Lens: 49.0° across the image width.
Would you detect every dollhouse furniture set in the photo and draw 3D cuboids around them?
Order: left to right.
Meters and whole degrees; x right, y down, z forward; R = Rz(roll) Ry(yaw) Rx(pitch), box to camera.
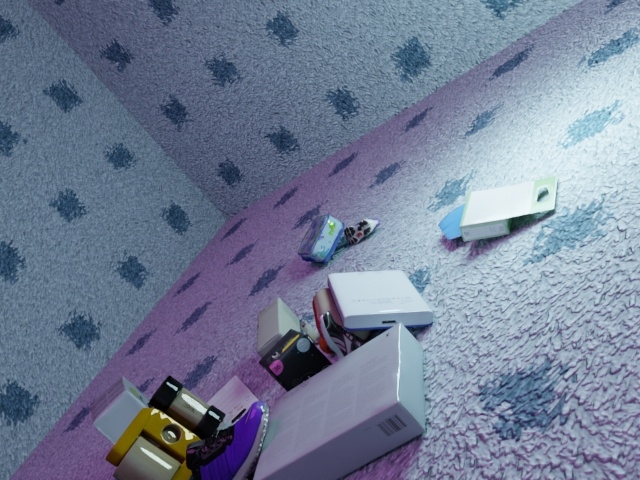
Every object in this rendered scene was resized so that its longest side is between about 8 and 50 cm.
[{"bbox_3d":[-0.017,0.235,2.033,0.091,0.081,0.114,-19,26,53],"label":"dollhouse furniture set"}]

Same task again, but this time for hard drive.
[{"bbox_3d":[-0.135,0.506,1.675,0.135,0.022,0.094,-45,16,-13],"label":"hard drive"},{"bbox_3d":[0.141,0.145,1.771,0.211,0.040,0.318,-3,15,-6],"label":"hard drive"}]

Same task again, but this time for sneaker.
[{"bbox_3d":[-0.222,0.472,1.555,0.102,0.146,0.293,-80,16,-78],"label":"sneaker"},{"bbox_3d":[0.062,0.243,1.676,0.077,0.178,0.072,-28,6,7],"label":"sneaker"},{"bbox_3d":[0.148,-0.033,2.452,0.071,0.068,0.170,-19,-4,-39],"label":"sneaker"}]

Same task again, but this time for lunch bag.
[{"bbox_3d":[0.000,0.000,2.557,0.176,0.090,0.219,-63,13,-9],"label":"lunch bag"}]

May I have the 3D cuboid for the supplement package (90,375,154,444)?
[{"bbox_3d":[-0.637,0.586,2.327,0.149,0.194,0.203,-45,16,-11],"label":"supplement package"}]

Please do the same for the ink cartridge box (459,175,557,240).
[{"bbox_3d":[0.481,-0.081,1.776,0.235,0.056,0.171,-9,30,27],"label":"ink cartridge box"}]

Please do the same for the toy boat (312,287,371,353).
[{"bbox_3d":[0.042,0.232,1.855,0.231,0.151,0.151,-106,35,-74],"label":"toy boat"}]

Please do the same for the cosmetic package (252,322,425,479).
[{"bbox_3d":[0.044,0.368,1.491,0.377,0.097,0.284,-35,18,21],"label":"cosmetic package"}]

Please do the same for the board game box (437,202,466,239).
[{"bbox_3d":[0.399,-0.048,1.921,0.133,0.033,0.168,-34,21,8],"label":"board game box"}]

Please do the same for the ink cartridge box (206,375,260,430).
[{"bbox_3d":[-0.252,0.483,2.022,0.145,0.045,0.179,-44,34,-12],"label":"ink cartridge box"}]

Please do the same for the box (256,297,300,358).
[{"bbox_3d":[-0.123,0.283,2.103,0.094,0.113,0.275,-39,14,8],"label":"box"}]

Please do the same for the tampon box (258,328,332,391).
[{"bbox_3d":[-0.046,0.318,1.722,0.120,0.161,0.101,-46,16,-15],"label":"tampon box"}]

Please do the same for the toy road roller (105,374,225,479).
[{"bbox_3d":[-0.425,0.556,1.896,0.240,0.203,0.329,-55,1,43],"label":"toy road roller"}]
